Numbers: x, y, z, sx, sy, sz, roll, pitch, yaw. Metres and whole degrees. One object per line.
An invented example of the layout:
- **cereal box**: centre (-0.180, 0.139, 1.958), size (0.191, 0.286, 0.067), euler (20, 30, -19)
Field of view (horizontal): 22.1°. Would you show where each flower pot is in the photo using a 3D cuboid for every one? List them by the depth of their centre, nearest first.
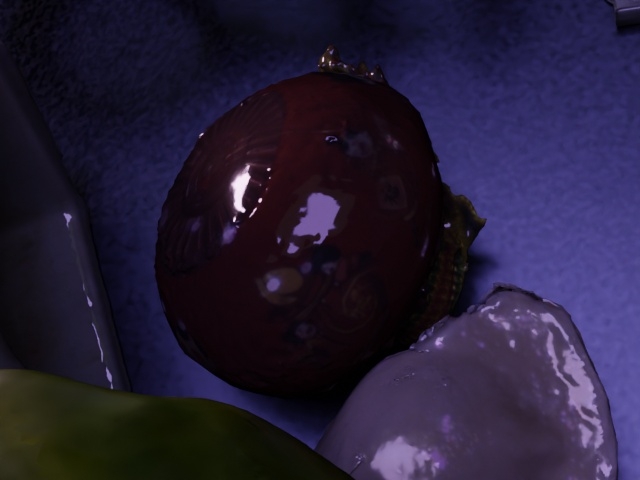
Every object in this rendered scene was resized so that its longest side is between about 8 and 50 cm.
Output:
- **flower pot**: centre (-0.211, 0.036, 0.753), size (0.190, 0.239, 0.209), euler (-19, 102, 5)

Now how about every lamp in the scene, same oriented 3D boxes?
- **lamp**: centre (0.001, 0.002, 0.762), size (0.157, 0.135, 0.156), euler (-50, 27, 14)

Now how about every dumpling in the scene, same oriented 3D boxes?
- **dumpling**: centre (0.056, 0.119, 0.721), size (0.136, 0.118, 0.199), euler (44, 102, 3)

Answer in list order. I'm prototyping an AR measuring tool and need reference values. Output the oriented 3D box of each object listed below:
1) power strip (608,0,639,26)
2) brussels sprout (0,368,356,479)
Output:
- **power strip**: centre (0.208, -0.140, 0.818), size (0.136, 0.019, 0.051), euler (-7, 69, 11)
- **brussels sprout**: centre (-0.087, 0.243, 0.585), size (0.361, 0.342, 0.425), euler (-24, 86, -8)
